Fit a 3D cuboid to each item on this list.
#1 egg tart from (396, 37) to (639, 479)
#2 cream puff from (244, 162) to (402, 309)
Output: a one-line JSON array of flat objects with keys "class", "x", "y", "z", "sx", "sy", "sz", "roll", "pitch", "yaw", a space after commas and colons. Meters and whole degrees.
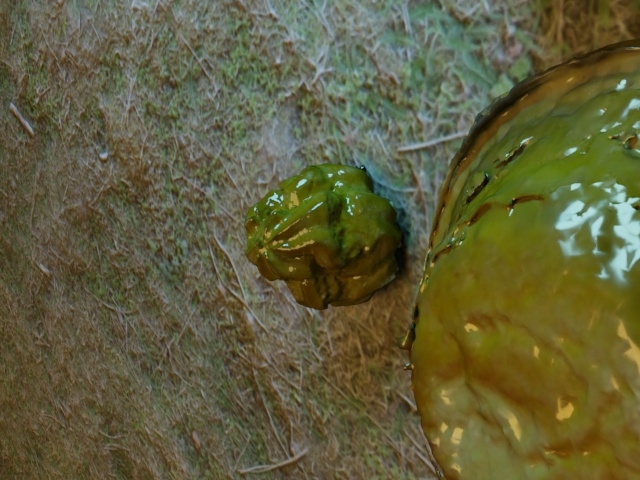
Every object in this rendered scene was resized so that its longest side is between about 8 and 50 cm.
[{"class": "egg tart", "x": 0.194, "y": 0.084, "z": 0.557, "sx": 0.443, "sy": 0.178, "sz": 0.442, "roll": 20, "pitch": 116, "yaw": 51}, {"class": "cream puff", "x": -0.001, "y": 0.000, "z": 0.826, "sx": 0.121, "sy": 0.156, "sz": 0.156, "roll": -176, "pitch": 76, "yaw": -71}]
